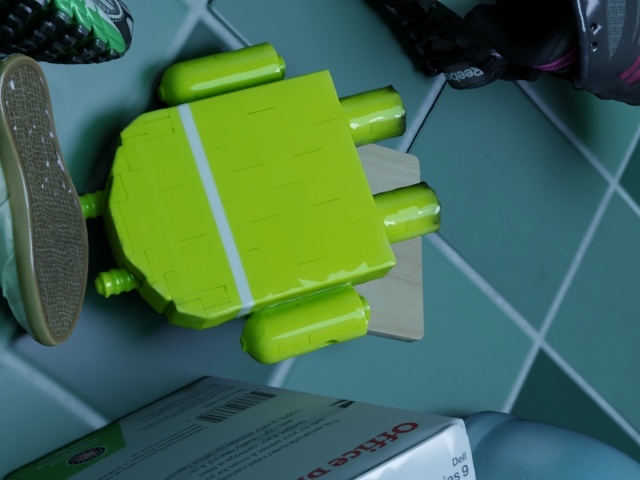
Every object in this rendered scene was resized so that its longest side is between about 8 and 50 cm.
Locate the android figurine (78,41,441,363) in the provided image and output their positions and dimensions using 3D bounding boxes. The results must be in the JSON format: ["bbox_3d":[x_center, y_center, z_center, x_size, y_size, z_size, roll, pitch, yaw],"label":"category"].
[{"bbox_3d":[-0.051,-0.029,1.411,0.273,0.056,0.248,-17,79,-16],"label":"android figurine"}]

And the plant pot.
[{"bbox_3d":[0.224,0.298,1.594,0.293,0.196,0.293,-1,91,-58],"label":"plant pot"}]

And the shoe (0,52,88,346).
[{"bbox_3d":[-0.218,-0.029,1.335,0.076,0.058,0.219,-34,121,-56],"label":"shoe"}]

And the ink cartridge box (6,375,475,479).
[{"bbox_3d":[-0.054,0.201,1.333,0.211,0.289,0.121,-23,108,-38],"label":"ink cartridge box"}]

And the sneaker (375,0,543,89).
[{"bbox_3d":[0.108,-0.202,1.573,0.276,0.098,0.135,12,83,-43],"label":"sneaker"}]

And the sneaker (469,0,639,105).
[{"bbox_3d":[0.230,-0.195,1.535,0.202,0.185,0.483,-48,121,-12],"label":"sneaker"}]

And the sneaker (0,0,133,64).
[{"bbox_3d":[-0.238,-0.246,1.245,0.343,0.134,0.146,47,60,-35],"label":"sneaker"}]

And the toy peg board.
[{"bbox_3d":[0.000,0.000,1.522,0.161,0.079,0.160,13,69,-41],"label":"toy peg board"}]
